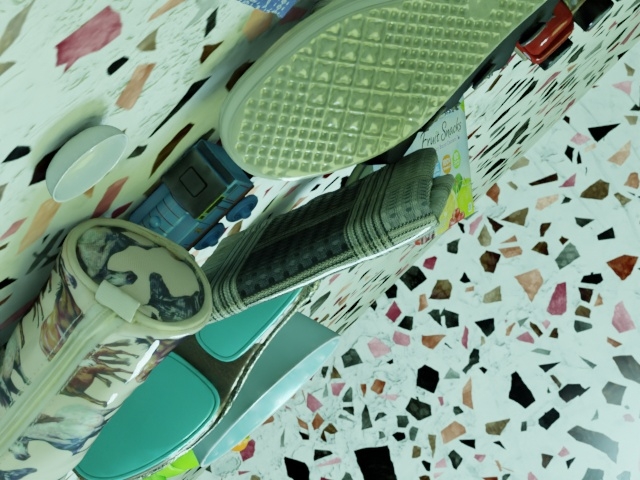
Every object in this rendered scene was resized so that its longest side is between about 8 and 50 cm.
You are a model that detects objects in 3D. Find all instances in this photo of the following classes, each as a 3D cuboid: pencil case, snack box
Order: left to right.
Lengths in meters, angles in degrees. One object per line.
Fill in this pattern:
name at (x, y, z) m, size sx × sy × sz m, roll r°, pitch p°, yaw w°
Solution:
pencil case at (-0.276, 0.148, 1.456) m, size 0.410 × 0.160 × 0.183 m, roll -48°, pitch -169°, yaw 31°
snack box at (0.139, -0.115, 1.922) m, size 0.070 × 0.207 × 0.174 m, roll 1°, pitch -163°, yaw 31°

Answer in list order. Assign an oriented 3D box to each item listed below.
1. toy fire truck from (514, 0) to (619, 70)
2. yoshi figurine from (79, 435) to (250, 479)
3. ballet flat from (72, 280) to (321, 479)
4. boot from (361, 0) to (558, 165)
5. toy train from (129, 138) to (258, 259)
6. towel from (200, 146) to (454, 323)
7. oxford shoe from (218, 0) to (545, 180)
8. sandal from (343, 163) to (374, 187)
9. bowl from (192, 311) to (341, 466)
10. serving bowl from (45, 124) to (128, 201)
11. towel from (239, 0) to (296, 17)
toy fire truck at (0.350, -0.337, 1.876) m, size 0.217 × 0.158 × 0.246 m, roll -43°, pitch 173°, yaw 1°
yoshi figurine at (-0.280, 0.417, 2.540) m, size 0.362 × 0.203 × 0.203 m, roll -42°, pitch 177°, yaw 14°
ballet flat at (-0.166, 0.164, 2.035) m, size 0.483 × 0.164 × 0.182 m, roll -48°, pitch 179°, yaw 6°
boot at (0.197, -0.281, 1.607) m, size 0.445 × 0.146 × 0.367 m, roll -38°, pitch 172°, yaw -9°
toy train at (-0.147, -0.026, 1.502) m, size 0.184 × 0.080 × 0.105 m, roll -43°, pitch 162°, yaw 11°
towel at (0.000, 0.000, 1.586) m, size 0.312 × 0.056 × 0.324 m, roll -24°, pitch -169°, yaw 12°
oxford shoe at (0.077, -0.219, 1.408) m, size 0.449 × 0.130 × 0.169 m, roll -40°, pitch 130°, yaw -13°
sandal at (0.094, -0.085, 1.995) m, size 0.303 × 0.086 × 0.120 m, roll -56°, pitch 174°, yaw -16°
bowl at (-0.130, 0.205, 2.296) m, size 0.311 × 0.163 × 0.311 m, roll -41°, pitch 170°, yaw -8°
serving bowl at (-0.204, -0.071, 1.202) m, size 0.083 × 0.027 × 0.083 m, roll -41°, pitch 170°, yaw -9°
towel at (-0.008, -0.286, 1.080) m, size 0.243 × 0.040 × 0.336 m, roll -47°, pitch 172°, yaw 10°
